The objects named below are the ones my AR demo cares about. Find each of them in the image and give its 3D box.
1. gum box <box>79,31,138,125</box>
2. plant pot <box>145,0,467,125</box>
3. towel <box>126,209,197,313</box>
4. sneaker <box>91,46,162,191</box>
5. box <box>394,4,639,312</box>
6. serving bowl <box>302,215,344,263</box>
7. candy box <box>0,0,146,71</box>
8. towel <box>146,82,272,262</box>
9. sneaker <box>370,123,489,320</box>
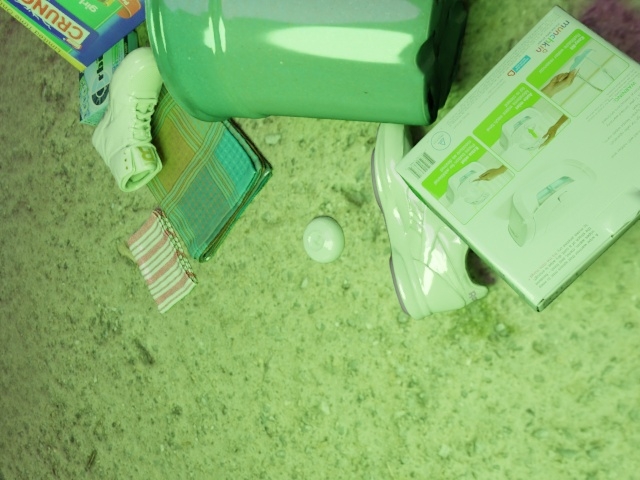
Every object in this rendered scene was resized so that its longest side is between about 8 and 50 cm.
[{"bbox_3d":[-0.474,-0.361,1.258,0.184,0.041,0.157,-16,75,36],"label":"gum box"},{"bbox_3d":[0.010,-0.303,0.747,0.334,0.341,0.341,14,104,20],"label":"plant pot"},{"bbox_3d":[-0.355,0.048,1.244,0.144,0.029,0.197,-39,73,34],"label":"towel"},{"bbox_3d":[-0.356,-0.225,1.130,0.169,0.108,0.292,57,133,17],"label":"sneaker"},{"bbox_3d":[0.265,-0.089,0.660,0.262,0.126,0.231,-46,69,7],"label":"box"},{"bbox_3d":[0.000,0.000,0.978,0.083,0.027,0.083,4,97,35],"label":"serving bowl"},{"bbox_3d":[-0.471,-0.519,1.086,0.317,0.268,0.122,-19,48,35],"label":"candy box"},{"bbox_3d":[-0.276,-0.172,1.153,0.370,0.040,0.271,52,121,20],"label":"towel"},{"bbox_3d":[0.162,-0.045,0.825,0.152,0.114,0.305,-13,87,17],"label":"sneaker"}]
